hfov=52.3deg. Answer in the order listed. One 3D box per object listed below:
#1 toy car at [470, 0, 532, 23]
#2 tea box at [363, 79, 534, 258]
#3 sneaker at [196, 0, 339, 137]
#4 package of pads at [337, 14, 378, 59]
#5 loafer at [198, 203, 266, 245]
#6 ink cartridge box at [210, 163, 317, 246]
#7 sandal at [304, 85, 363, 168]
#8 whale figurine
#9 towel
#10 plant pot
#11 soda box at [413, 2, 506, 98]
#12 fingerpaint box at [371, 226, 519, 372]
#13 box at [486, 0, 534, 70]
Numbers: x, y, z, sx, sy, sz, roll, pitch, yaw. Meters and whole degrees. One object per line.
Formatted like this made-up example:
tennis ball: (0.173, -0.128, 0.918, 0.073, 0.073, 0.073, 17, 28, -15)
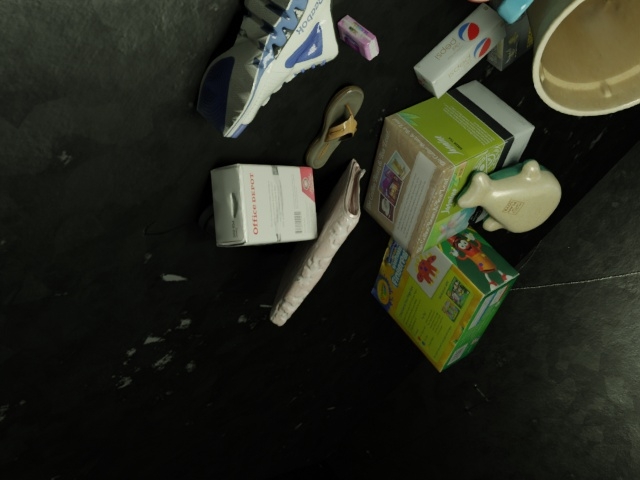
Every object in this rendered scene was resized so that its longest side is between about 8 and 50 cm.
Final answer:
toy car: (0.337, -0.549, 1.253, 0.210, 0.219, 0.238, -50, 180, 16)
tea box: (0.317, -0.183, 1.679, 0.323, 0.220, 0.329, -26, 149, -25)
sneaker: (-0.064, -0.310, 1.105, 0.182, 0.127, 0.315, 0, 131, -49)
package of pads: (0.071, -0.380, 1.223, 0.032, 0.083, 0.050, -43, 157, -8)
loafer: (-0.138, -0.022, 1.465, 0.302, 0.095, 0.109, 0, 132, -52)
ink cartridge box: (-0.113, -0.072, 1.346, 0.092, 0.159, 0.218, -5, 180, 39)
sandal: (0.037, -0.235, 1.415, 0.090, 0.060, 0.219, -6, 137, -49)
whale figurine: (0.450, -0.122, 1.592, 0.272, 0.141, 0.216, 6, 130, -25)
towel: (0.000, 0.000, 1.525, 0.332, 0.053, 0.317, -57, -171, 28)
plant pot: (0.542, -0.474, 1.294, 0.333, 0.306, 0.334, -5, 143, -4)
soda box: (0.318, -0.431, 1.483, 0.216, 0.069, 0.074, -43, 153, 3)
fingerpaint box: (0.371, 0.136, 2.052, 0.163, 0.371, 0.445, -25, 148, -27)
box: (0.482, -0.541, 1.542, 0.183, 0.056, 0.231, -38, 152, -9)
